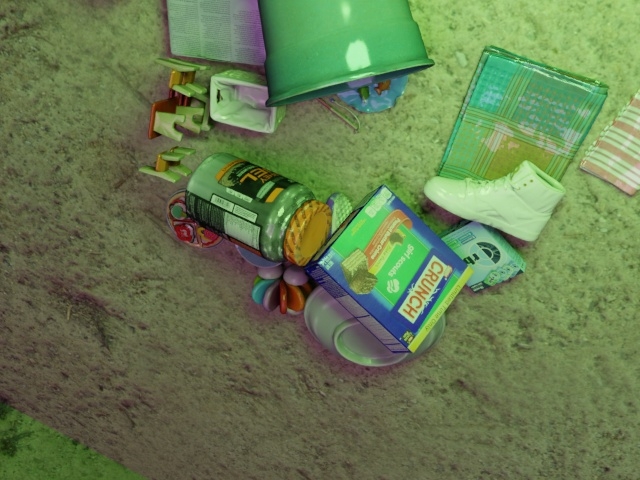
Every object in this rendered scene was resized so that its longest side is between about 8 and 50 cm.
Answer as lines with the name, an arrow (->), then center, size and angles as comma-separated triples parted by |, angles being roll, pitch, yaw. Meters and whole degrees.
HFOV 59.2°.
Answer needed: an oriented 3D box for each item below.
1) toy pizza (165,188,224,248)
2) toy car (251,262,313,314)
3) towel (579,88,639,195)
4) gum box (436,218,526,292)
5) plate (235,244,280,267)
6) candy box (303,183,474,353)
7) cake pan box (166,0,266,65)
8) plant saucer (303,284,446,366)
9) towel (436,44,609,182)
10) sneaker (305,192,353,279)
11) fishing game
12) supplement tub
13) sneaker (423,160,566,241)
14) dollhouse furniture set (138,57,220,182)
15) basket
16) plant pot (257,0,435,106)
toy pizza -> -0.368, -0.056, 1.655 | 0.201, 0.032, 0.201 | 9, 123, 14
toy car -> -0.119, 0.153, 1.632 | 0.181, 0.136, 0.159 | 12, 125, 15
towel -> 0.668, -0.202, 1.193 | 0.144, 0.029, 0.197 | 28, 126, 0
gum box -> 0.394, 0.034, 1.417 | 0.184, 0.041, 0.157 | 45, 136, -10
plate -> -0.160, -0.015, 1.591 | 0.188, 0.024, 0.188 | 6, 107, 19
candy box -> 0.168, 0.073, 1.373 | 0.317, 0.268, 0.122 | 43, 161, -8
cake pan box -> -0.231, -0.538, 1.282 | 0.266, 0.070, 0.246 | 10, 121, 13
plant saucer -> 0.145, 0.251, 1.564 | 0.400, 0.101, 0.401 | 5, 135, 5
towel -> 0.429, -0.215, 1.265 | 0.271, 0.040, 0.370 | 21, 126, 7
sneaker -> 0.000, 0.001, 1.515 | 0.146, 0.102, 0.294 | 16, 126, 21
fishing game -> 0.107, -0.375, 1.280 | 0.189, 0.041, 0.264 | 38, 126, -3
supplement tub -> -0.154, -0.076, 1.413 | 0.337, 0.207, 0.207 | 25, 128, 23
sneaker -> 0.392, -0.123, 1.261 | 0.292, 0.108, 0.169 | 19, 126, -5
dollhouse furniture set -> -0.348, -0.301, 1.344 | 0.135, 0.259, 0.262 | 17, 111, 3
basket -> -0.169, -0.341, 1.360 | 0.167, 0.103, 0.113 | 15, 124, 10
plant pot -> 0.018, -0.460, 1.079 | 0.341, 0.341, 0.334 | -8, 103, 24
